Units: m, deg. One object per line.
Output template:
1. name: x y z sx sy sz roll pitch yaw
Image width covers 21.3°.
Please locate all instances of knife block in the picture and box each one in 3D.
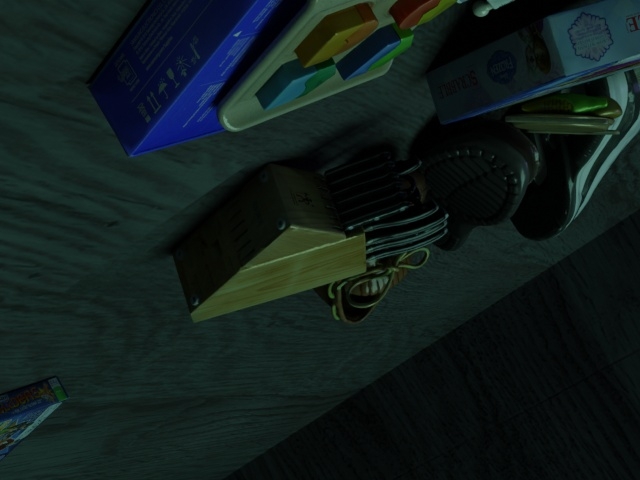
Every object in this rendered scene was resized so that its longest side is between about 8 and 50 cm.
1. knife block: 0.000 0.000 1.960 0.242 0.088 0.276 12 139 -42

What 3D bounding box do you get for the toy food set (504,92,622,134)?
1. toy food set: 0.282 -0.148 1.964 0.132 0.038 0.192 3 180 13

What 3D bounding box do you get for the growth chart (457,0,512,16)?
1. growth chart: 0.127 -0.245 1.452 0.172 0.021 0.237 -24 158 34

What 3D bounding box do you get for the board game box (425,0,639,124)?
1. board game box: 0.314 -0.213 1.792 0.318 0.065 0.319 -18 -179 -18

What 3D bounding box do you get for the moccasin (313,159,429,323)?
1. moccasin: 0.064 0.013 2.186 0.139 0.147 0.380 -23 165 -24

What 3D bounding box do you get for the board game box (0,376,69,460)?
1. board game box: -0.432 0.253 2.212 0.136 0.035 0.201 -16 161 -49

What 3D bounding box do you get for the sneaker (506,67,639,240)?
1. sneaker: 0.392 -0.156 2.257 0.258 0.169 0.447 -25 164 -20

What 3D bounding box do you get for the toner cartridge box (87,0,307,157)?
1. toner cartridge box: -0.031 -0.200 1.315 0.165 0.075 0.348 -22 164 -43

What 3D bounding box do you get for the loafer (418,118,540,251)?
1. loafer: 0.196 -0.095 2.198 0.130 0.134 0.366 -52 -177 -16

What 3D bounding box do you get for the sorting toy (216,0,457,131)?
1. sorting toy: 0.032 -0.163 1.340 0.193 0.038 0.208 -24 166 -34
